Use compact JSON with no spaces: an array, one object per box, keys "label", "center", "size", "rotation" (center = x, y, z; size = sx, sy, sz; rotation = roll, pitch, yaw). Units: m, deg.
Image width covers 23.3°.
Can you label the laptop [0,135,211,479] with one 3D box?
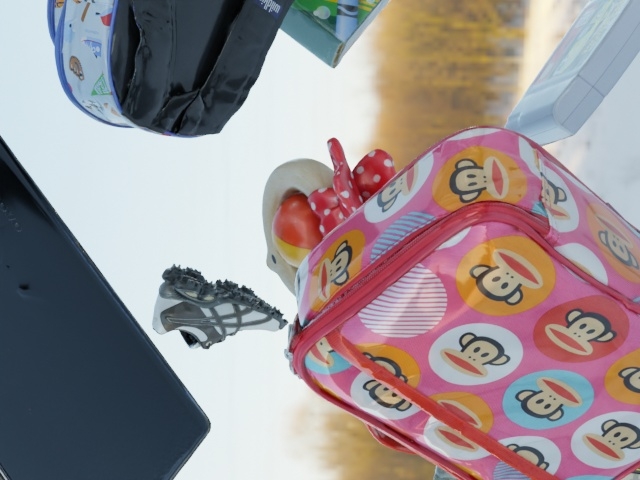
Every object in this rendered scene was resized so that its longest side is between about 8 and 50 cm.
[{"label":"laptop","center":[-0.239,0.133,1.544],"size":[0.382,0.236,0.408],"rotation":[52,-176,19]}]

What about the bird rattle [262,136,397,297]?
[{"label":"bird rattle","center":[0.000,0.000,1.592],"size":[0.207,0.143,0.253],"rotation":[35,142,43]}]

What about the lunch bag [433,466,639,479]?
[{"label":"lunch bag","center":[0.273,0.178,1.585],"size":[0.169,0.287,0.235],"rotation":[-12,-67,-48]}]

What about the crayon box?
[{"label":"crayon box","center":[-0.048,-0.392,1.931],"size":[0.203,0.323,0.083],"rotation":[-52,-4,-22]}]

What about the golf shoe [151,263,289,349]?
[{"label":"golf shoe","center":[-0.132,0.096,1.955],"size":[0.077,0.198,0.094],"rotation":[35,102,51]}]

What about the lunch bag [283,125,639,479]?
[{"label":"lunch bag","center":[0.125,0.076,1.121],"size":[0.258,0.293,0.120],"rotation":[-39,32,31]}]

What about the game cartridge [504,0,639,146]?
[{"label":"game cartridge","center":[0.365,-0.254,2.039],"size":[0.294,0.060,0.196],"rotation":[-55,14,-13]}]

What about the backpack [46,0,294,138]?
[{"label":"backpack","center":[-0.187,-0.250,1.750],"size":[0.276,0.213,0.263],"rotation":[10,-93,-43]}]
